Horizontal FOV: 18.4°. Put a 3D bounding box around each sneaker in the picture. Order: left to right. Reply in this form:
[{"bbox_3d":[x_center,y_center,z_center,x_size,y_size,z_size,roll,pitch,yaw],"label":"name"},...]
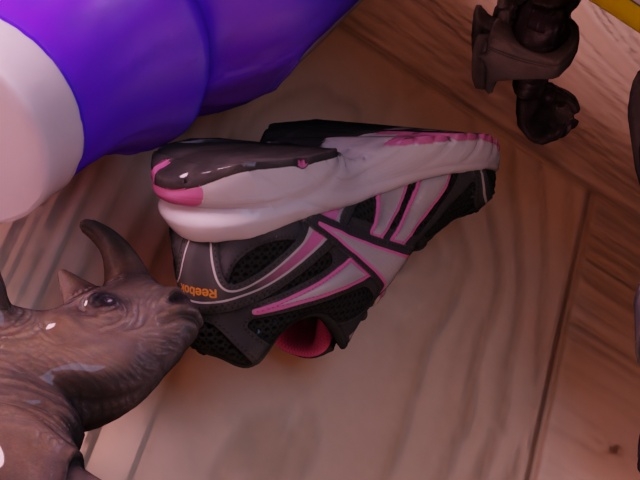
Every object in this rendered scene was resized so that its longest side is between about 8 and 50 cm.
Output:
[{"bbox_3d":[0.000,0.000,0.687,0.178,0.072,0.077,-12,107,-53],"label":"sneaker"}]

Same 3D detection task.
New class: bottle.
[{"bbox_3d":[-0.045,-0.106,0.698,0.118,0.092,0.283,43,45,-3],"label":"bottle"}]

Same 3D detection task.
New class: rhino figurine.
[{"bbox_3d":[-0.081,0.086,0.549,0.106,0.073,0.243,9,52,-4],"label":"rhino figurine"}]

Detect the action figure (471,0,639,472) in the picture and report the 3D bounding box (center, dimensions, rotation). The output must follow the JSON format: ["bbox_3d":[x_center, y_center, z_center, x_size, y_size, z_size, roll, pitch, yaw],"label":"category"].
[{"bbox_3d":[0.151,-0.056,0.763,0.099,0.185,0.285,52,31,-58],"label":"action figure"}]

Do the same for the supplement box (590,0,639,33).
[{"bbox_3d":[0.175,-0.181,0.640,0.356,0.194,0.195,34,62,1],"label":"supplement box"}]
